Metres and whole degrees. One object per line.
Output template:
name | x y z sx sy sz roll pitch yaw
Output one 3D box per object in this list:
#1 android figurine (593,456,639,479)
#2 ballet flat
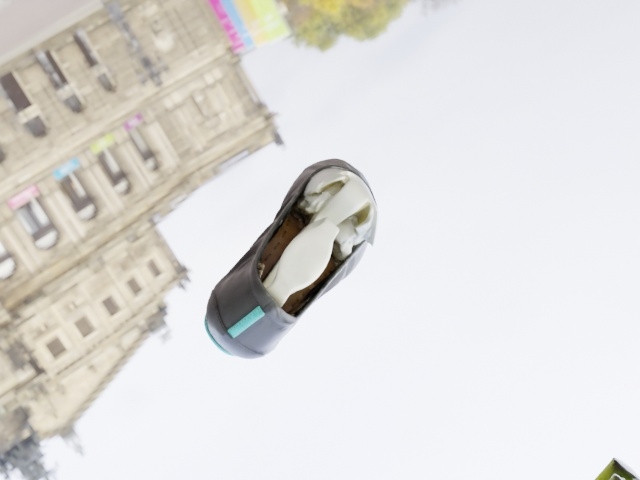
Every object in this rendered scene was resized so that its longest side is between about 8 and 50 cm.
android figurine | 0.269 0.373 1.164 0.273 0.056 0.248 -54 168 8
ballet flat | 0.000 0.000 0.906 0.096 0.095 0.280 -39 -168 44
